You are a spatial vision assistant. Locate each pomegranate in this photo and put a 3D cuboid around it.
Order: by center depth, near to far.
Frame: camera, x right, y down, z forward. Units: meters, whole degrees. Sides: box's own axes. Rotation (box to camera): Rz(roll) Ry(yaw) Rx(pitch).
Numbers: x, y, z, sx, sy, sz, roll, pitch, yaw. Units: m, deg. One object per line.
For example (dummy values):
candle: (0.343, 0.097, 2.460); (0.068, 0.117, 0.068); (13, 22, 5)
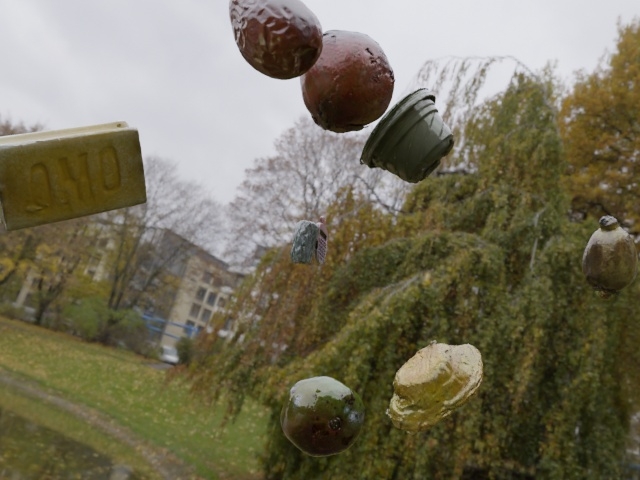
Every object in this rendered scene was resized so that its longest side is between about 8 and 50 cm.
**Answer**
pomegranate: (0.007, 0.591, 2.164); (0.290, 0.291, 0.323); (19, 10, -5)

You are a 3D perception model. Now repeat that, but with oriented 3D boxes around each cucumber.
cucumber: (-0.041, 0.009, 1.561); (0.064, 0.112, 0.064); (9, -17, 3)

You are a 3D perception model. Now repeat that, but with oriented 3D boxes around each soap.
soap: (-0.490, -0.129, 1.213); (0.274, 0.174, 0.089); (-17, 29, -33)

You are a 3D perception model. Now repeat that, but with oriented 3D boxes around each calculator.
calculator: (0.000, 0.000, 2.070); (0.024, 0.166, 0.103); (-3, -22, 19)

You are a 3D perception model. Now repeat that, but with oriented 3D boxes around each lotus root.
lotus root: (0.766, 0.042, 1.639); (0.138, 0.214, 0.138); (0, 14, 0)

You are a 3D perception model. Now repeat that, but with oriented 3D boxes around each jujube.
jujube: (-0.110, -0.480, 1.406); (0.255, 0.190, 0.190); (51, 2, 31)

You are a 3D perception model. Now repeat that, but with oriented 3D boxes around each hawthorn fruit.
hawthorn fruit: (0.074, -0.481, 1.867); (0.315, 0.316, 0.316); (16, -16, 5)

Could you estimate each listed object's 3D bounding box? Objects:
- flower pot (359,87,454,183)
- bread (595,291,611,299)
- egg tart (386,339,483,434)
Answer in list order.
flower pot: (0.215, -0.223, 1.438); (0.140, 0.235, 0.235); (47, -12, 12)
bread: (0.959, 0.132, 2.055); (0.088, 0.128, 0.232); (41, 16, 21)
egg tart: (0.355, 0.442, 2.011); (0.153, 0.351, 0.339); (55, 14, -14)
